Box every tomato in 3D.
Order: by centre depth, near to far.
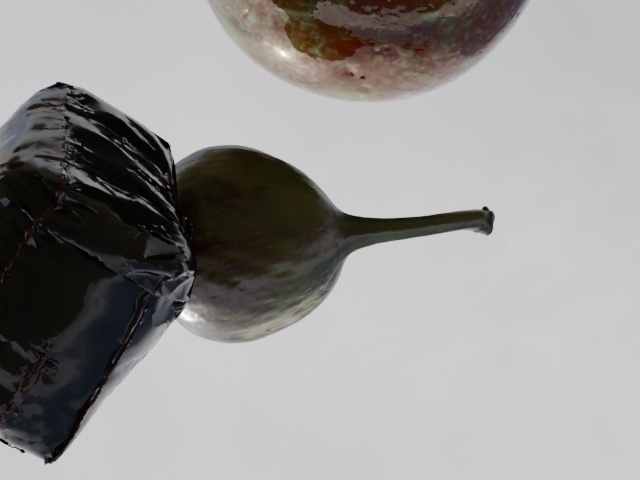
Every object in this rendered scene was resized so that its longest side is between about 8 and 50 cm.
[{"bbox_3d":[0.033,-0.229,1.315,0.270,0.222,0.270,6,-118,-11],"label":"tomato"}]

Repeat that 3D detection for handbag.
[{"bbox_3d":[-0.166,0.018,1.079,0.155,0.169,0.215,34,-166,-20],"label":"handbag"}]

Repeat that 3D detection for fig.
[{"bbox_3d":[0.000,0.000,1.215,0.245,0.149,0.149,-6,-134,5],"label":"fig"}]
